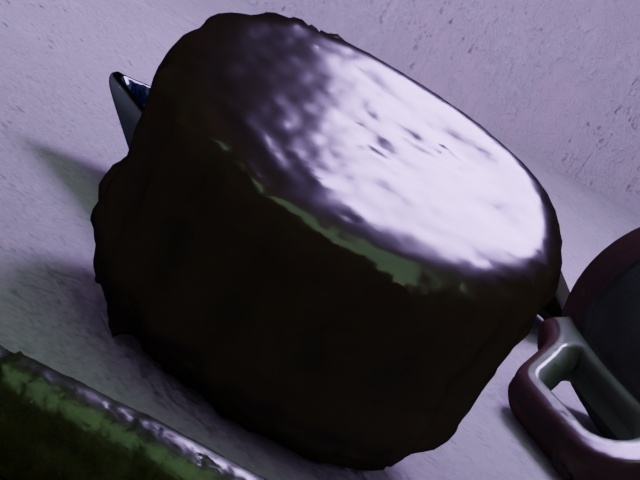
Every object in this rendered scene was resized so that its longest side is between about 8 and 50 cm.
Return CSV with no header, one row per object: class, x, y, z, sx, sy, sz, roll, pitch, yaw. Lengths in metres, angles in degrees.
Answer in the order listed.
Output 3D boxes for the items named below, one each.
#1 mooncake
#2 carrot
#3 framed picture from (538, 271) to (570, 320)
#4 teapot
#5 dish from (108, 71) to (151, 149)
mooncake,0.002,0.000,1.162,0.324,0.187,0.324,24,27,-13
carrot,-0.102,0.117,0.828,0.359,0.074,0.074,29,12,1
framed picture,0.189,-0.029,1.945,0.335,0.022,0.247,47,-11,52
teapot,0.326,0.142,1.491,0.315,0.233,0.312,-1,25,-9
dish,-0.089,-0.037,1.438,0.182,0.080,0.243,21,19,-36
